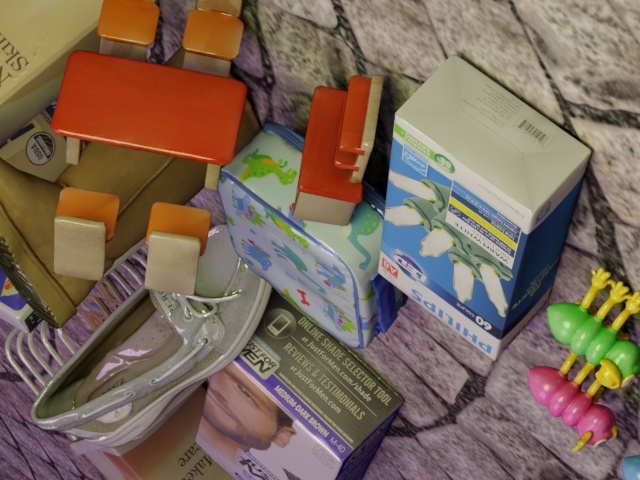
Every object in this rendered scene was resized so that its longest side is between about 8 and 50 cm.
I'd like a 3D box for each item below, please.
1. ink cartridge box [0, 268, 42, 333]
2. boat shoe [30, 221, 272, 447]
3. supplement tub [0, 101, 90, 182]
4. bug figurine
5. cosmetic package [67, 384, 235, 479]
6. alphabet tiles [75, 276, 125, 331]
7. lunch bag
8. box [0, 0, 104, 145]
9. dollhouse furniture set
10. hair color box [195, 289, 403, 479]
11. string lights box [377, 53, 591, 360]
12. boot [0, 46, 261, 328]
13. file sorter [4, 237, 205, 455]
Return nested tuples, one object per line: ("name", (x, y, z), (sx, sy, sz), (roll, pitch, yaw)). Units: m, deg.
("ink cartridge box", (-0.338, -0.018, 2.180), (0.208, 0.206, 0.045), (29, 153, 26))
("boat shoe", (-0.170, 0.096, 2.014), (0.103, 0.320, 0.118), (15, -140, -50))
("supplement tub", (-0.401, -0.076, 2.063), (0.228, 0.316, 0.228), (37, 157, 19))
("bug figurine", (0.265, 0.144, 1.594), (0.216, 0.072, 0.279), (39, 157, 16))
("cosmetic package", (-0.191, 0.272, 2.509), (0.296, 0.153, 0.129), (49, 157, -17))
("alphabet tiles", (-0.326, 0.053, 2.567), (0.237, 0.009, 0.198), (9, 139, 55))
("lunch bag", (0.000, 0.000, 1.764), (0.176, 0.090, 0.219), (38, 163, 20))
("box", (-0.309, -0.170, 1.744), (0.148, 0.311, 0.121), (44, 158, 4))
("dollhouse furniture set", (-0.087, -0.099, 1.599), (0.259, 0.262, 0.135), (10, 153, -2))
("hair color box", (-0.032, 0.203, 2.180), (0.185, 0.110, 0.339), (42, 156, 11))
("string lights box", (0.124, -0.020, 1.551), (0.133, 0.077, 0.260), (37, 157, 17))
("boot", (-0.195, -0.082, 1.731), (0.089, 0.269, 0.236), (32, 160, 35))
("file sorter", (-0.232, 0.118, 2.277), (0.173, 0.193, 0.277), (52, 158, -6))
